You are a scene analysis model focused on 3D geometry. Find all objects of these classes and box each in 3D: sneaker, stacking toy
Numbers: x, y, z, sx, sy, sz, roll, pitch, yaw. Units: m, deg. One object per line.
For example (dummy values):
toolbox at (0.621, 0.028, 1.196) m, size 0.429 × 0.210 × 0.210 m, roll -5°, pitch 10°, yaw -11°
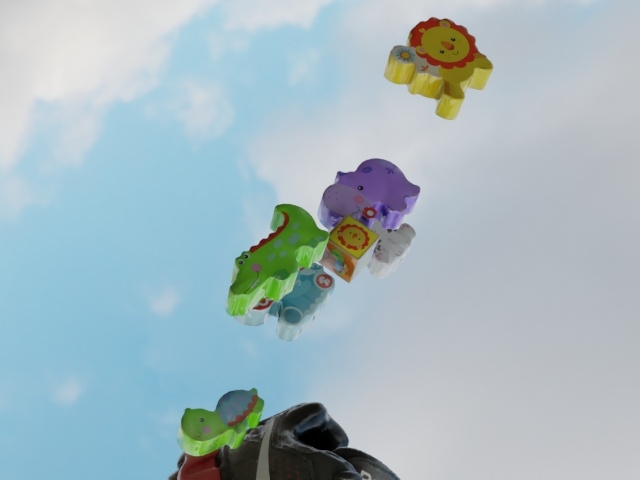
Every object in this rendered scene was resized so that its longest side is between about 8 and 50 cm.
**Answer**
sneaker at (-0.001, 0.198, 0.711) m, size 0.135 × 0.097 × 0.276 m, roll -35°, pitch -142°, yaw 7°
stacking toy at (0.000, 0.000, 0.638) m, size 0.052 × 0.167 × 0.221 m, roll 34°, pitch -127°, yaw 12°
